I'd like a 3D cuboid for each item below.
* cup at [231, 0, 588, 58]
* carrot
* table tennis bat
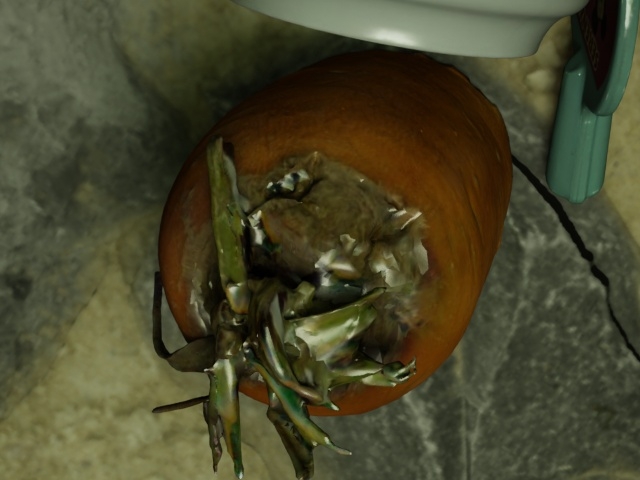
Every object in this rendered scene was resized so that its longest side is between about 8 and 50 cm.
[{"bbox_3d":[0.092,-0.270,0.904,0.236,0.322,0.327,-4,111,-46],"label":"cup"},{"bbox_3d":[0.000,0.000,1.001,0.214,0.331,0.193,3,111,9],"label":"carrot"},{"bbox_3d":[0.175,-0.124,1.052,0.040,0.153,0.244,0,133,-2],"label":"table tennis bat"}]
